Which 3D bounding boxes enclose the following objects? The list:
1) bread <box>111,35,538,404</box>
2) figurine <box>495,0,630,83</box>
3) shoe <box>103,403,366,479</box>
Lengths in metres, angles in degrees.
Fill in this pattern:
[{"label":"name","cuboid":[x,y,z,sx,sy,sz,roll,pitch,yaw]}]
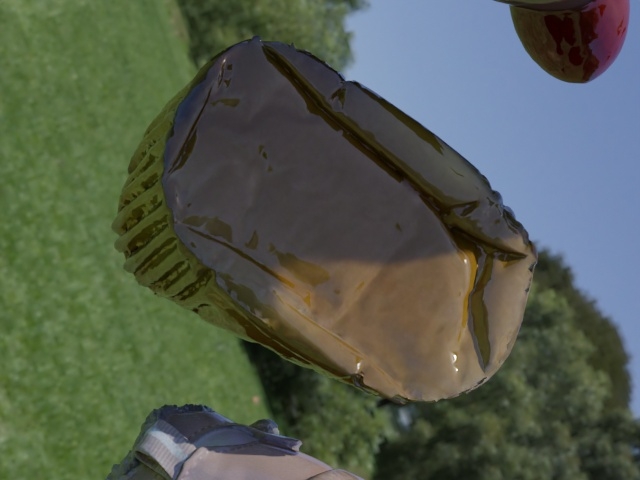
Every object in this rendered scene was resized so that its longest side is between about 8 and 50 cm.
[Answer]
[{"label":"bread","cuboid":[0.000,0.000,0.924,0.204,0.288,0.156,-67,-167,-19]},{"label":"figurine","cuboid":[0.161,-0.291,1.024,0.261,0.269,0.211,108,4,-76]},{"label":"shoe","cuboid":[-0.058,0.236,0.956,0.198,0.172,0.351,31,-36,9]}]
